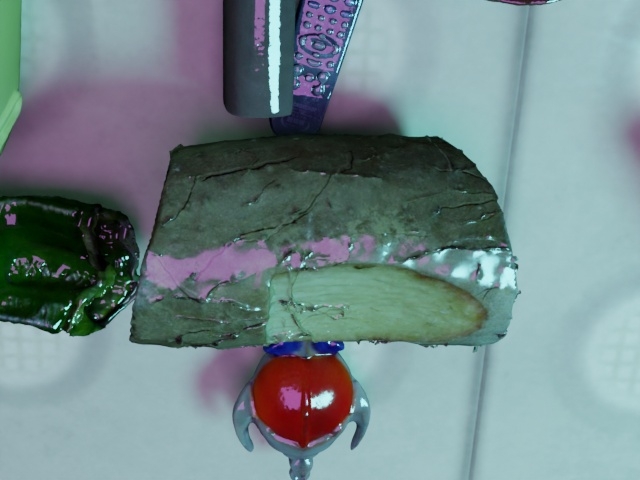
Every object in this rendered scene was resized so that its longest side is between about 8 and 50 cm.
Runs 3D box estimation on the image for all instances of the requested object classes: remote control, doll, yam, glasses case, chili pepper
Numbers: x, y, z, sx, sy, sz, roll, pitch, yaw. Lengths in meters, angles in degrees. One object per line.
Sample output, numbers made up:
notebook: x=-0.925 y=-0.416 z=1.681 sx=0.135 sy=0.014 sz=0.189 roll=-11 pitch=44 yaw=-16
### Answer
remote control: x=-0.002 y=-0.139 z=0.726 sx=0.044 sy=0.027 sz=0.152 roll=18 pitch=114 yaw=-4
doll: x=-0.015 y=0.107 z=0.830 sx=0.104 sy=0.062 sz=0.194 roll=-9 pitch=112 yaw=-27
yam: x=0.000 y=0.000 z=0.720 sx=0.255 sy=0.154 sz=0.153 roll=1 pitch=116 yaw=-7
glasses case: x=-0.043 y=-0.176 z=0.682 sx=0.042 sy=0.072 sz=0.190 roll=-5 pitch=117 yaw=-16
chili pepper: x=-0.236 y=0.001 z=0.781 sx=0.216 sy=0.062 sz=0.108 roll=13 pitch=109 yaw=-5

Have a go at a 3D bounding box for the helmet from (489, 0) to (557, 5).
helmet: x=0.129 y=-0.234 z=0.632 sx=0.175 sy=0.106 sz=0.155 roll=-31 pitch=114 yaw=13

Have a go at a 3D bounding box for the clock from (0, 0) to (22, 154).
clock: x=-0.361 y=-0.156 z=0.631 sx=0.349 sy=0.117 sz=0.286 roll=16 pitch=138 yaw=-4
